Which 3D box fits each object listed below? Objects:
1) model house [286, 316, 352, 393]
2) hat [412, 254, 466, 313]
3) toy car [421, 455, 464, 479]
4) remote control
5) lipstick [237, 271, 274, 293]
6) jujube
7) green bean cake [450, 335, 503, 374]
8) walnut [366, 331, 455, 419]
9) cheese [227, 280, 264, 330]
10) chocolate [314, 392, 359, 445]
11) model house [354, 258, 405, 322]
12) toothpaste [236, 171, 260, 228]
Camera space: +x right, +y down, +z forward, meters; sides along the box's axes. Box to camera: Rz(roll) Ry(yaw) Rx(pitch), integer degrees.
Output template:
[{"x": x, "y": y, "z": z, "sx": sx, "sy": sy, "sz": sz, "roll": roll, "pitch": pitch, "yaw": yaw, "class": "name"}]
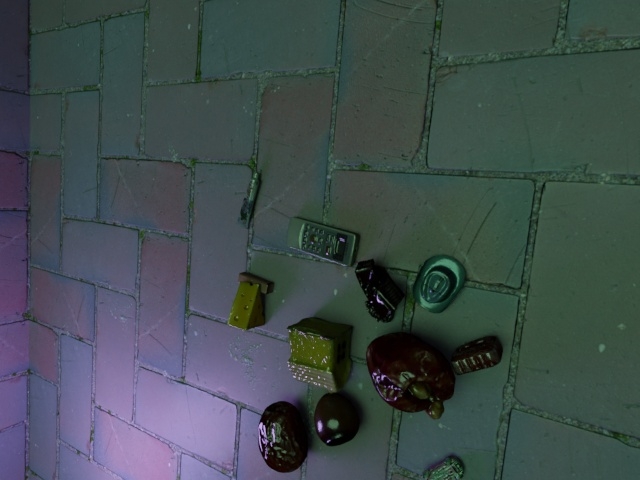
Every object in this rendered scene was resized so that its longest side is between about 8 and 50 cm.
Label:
[{"x": -0.007, "y": 0.404, "z": 1.439, "sx": 0.193, "sy": 0.175, "sz": 0.234, "roll": 5, "pitch": 92, "yaw": 29, "class": "model house"}, {"x": 0.356, "y": 0.139, "z": 1.272, "sx": 0.138, "sy": 0.078, "sz": 0.191, "roll": 30, "pitch": 107, "yaw": 23, "class": "hat"}, {"x": 0.383, "y": 0.734, "z": 1.311, "sx": 0.142, "sy": 0.055, "sz": 0.069, "roll": -40, "pitch": 83, "yaw": 15, "class": "toy car"}, {"x": 0.000, "y": 0.000, "z": 1.487, "sx": 0.285, "sy": 0.038, "sz": 0.123, "roll": 18, "pitch": 103, "yaw": 27, "class": "remote control"}, {"x": -0.255, "y": 0.166, "z": 1.638, "sx": 0.145, "sy": 0.045, "sz": 0.045, "roll": 18, "pitch": 104, "yaw": 26, "class": "lipstick"}, {"x": -0.140, "y": 0.730, "z": 1.534, "sx": 0.183, "sy": 0.183, "sz": 0.243, "roll": -3, "pitch": 103, "yaw": 30, "class": "jujube"}, {"x": 0.449, "y": 0.328, "z": 1.200, "sx": 0.135, "sy": 0.135, "sz": 0.056, "roll": -30, "pitch": 82, "yaw": 27, "class": "green bean cake"}, {"x": 0.273, "y": 0.397, "z": 1.254, "sx": 0.221, "sy": 0.269, "sz": 0.244, "roll": -41, "pitch": 112, "yaw": 5, "class": "walnut"}, {"x": -0.280, "y": 0.247, "z": 1.616, "sx": 0.093, "sy": 0.126, "sz": 0.171, "roll": 7, "pitch": 93, "yaw": 29, "class": "cheese"}, {"x": 0.054, "y": 0.614, "z": 1.443, "sx": 0.176, "sy": 0.177, "sz": 0.177, "roll": 2, "pitch": 94, "yaw": 29, "class": "chocolate"}, {"x": 0.174, "y": 0.160, "z": 1.331, "sx": 0.141, "sy": 0.164, "sz": 0.203, "roll": -44, "pitch": 71, "yaw": 19, "class": "model house"}, {"x": -0.280, "y": -0.157, "z": 1.636, "sx": 0.060, "sy": 0.038, "sz": 0.233, "roll": 28, "pitch": 109, "yaw": 27, "class": "toothpaste"}]
